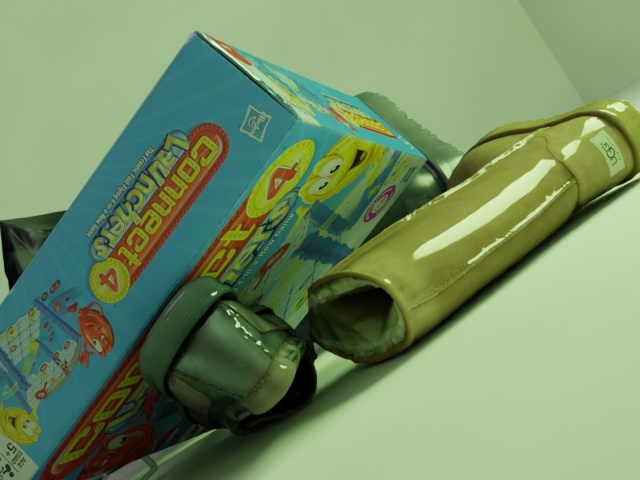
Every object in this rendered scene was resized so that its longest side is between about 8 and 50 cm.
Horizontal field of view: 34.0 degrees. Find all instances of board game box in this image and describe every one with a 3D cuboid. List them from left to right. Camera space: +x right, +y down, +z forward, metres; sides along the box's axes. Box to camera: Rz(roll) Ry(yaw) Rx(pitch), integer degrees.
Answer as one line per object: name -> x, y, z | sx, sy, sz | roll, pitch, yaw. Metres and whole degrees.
board game box -> -0.082, 0.023, 0.754 | 0.308, 0.086, 0.302 | -52, -15, 13

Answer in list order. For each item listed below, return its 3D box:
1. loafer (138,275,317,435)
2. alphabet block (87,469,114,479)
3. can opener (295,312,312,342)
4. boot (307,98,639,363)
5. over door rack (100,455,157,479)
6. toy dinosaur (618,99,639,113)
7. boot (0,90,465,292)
loafer -> -0.043, 0.093, 0.684 | 0.096, 0.084, 0.267 | -57, -13, -6
alphabet block -> -0.213, 0.134, 1.209 | 0.193, 0.192, 0.197 | -31, 2, 26
can opener -> 0.026, 0.061, 1.208 | 0.280, 0.074, 0.093 | -33, 38, -12
boot -> 0.092, -0.004, 0.789 | 0.269, 0.089, 0.236 | -34, 0, -28
over door rack -> -0.315, 0.244, 0.856 | 0.324, 0.108, 0.239 | -32, 0, -25
toy dinosaur -> 0.278, -0.102, 0.980 | 0.183, 0.053, 0.092 | -33, -2, -7
boot -> -0.106, -0.022, 1.091 | 0.445, 0.146, 0.367 | -18, 18, -14
